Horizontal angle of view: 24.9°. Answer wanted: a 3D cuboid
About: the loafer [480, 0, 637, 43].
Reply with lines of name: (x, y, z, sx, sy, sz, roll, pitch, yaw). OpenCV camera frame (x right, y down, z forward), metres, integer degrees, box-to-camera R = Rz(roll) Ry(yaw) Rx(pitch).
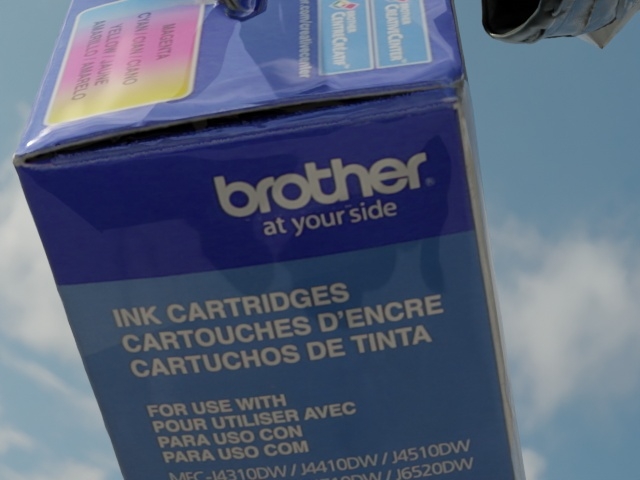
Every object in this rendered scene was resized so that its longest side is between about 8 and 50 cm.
loafer: (0.089, -0.132, 0.585, 0.076, 0.078, 0.223, 64, 4, 16)

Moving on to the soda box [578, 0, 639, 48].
soda box: (0.119, -0.217, 0.933, 0.098, 0.091, 0.286, 42, 3, -28)

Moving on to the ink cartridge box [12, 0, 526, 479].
ink cartridge box: (0.000, 0.000, 0.602, 0.151, 0.270, 0.395, -7, -57, 5)
